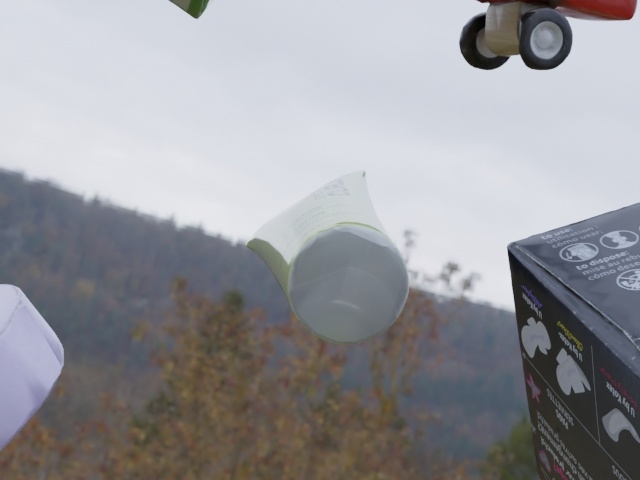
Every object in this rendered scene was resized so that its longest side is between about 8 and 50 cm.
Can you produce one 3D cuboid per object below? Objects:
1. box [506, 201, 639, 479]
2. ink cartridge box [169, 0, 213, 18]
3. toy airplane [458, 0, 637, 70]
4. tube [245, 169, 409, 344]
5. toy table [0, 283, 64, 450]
[{"bbox_3d":[0.229,0.055,0.582,0.247,0.142,0.163,-16,27,-11],"label":"box"},{"bbox_3d":[-0.062,-0.250,0.853,0.109,0.209,0.062,34,-29,-2],"label":"ink cartridge box"},{"bbox_3d":[0.119,-0.362,1.293,0.386,0.272,0.384,27,-4,24],"label":"toy airplane"},{"bbox_3d":[0.000,0.000,0.773,0.070,0.062,0.240,9,10,-7],"label":"tube"},{"bbox_3d":[-0.169,0.150,0.478,0.274,0.252,0.161,-28,-71,23],"label":"toy table"}]
